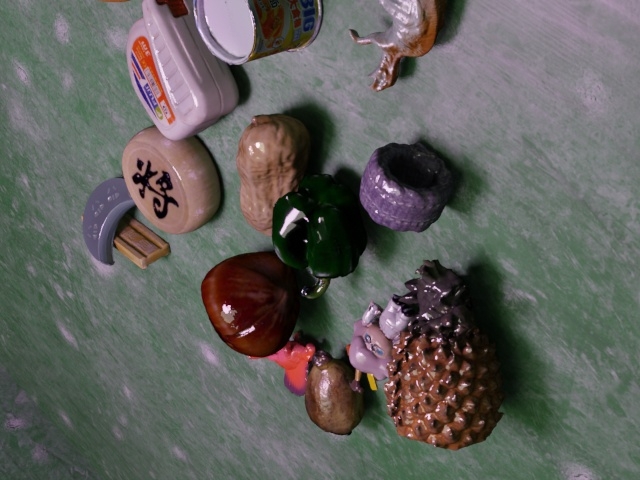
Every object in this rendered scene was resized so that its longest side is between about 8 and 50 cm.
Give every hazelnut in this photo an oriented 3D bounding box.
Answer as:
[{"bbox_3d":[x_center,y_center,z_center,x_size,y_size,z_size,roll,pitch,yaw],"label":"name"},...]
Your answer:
[{"bbox_3d":[-0.137,0.138,1.952,0.229,0.229,0.229,28,134,33],"label":"hazelnut"}]

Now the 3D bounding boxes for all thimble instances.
[{"bbox_3d":[0.146,-0.092,1.536,0.150,0.150,0.097,40,138,21],"label":"thimble"}]

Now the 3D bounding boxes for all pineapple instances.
[{"bbox_3d":[0.216,0.180,1.620,0.223,0.223,0.357,13,117,42],"label":"pineapple"}]

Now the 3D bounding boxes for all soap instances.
[{"bbox_3d":[-0.503,-0.016,2.346,0.252,0.092,0.037,32,140,29],"label":"soap"}]

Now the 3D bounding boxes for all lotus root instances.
[{"bbox_3d":[0.030,0.331,1.981,0.138,0.138,0.214,17,127,40],"label":"lotus root"}]

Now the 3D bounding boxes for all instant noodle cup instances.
[{"bbox_3d":[-0.120,-0.410,1.596,0.205,0.153,0.205,27,132,34],"label":"instant noodle cup"}]

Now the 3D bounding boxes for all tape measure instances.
[{"bbox_3d":[-0.285,-0.350,1.844,0.265,0.130,0.258,-22,96,58],"label":"tape measure"}]

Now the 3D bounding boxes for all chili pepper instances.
[{"bbox_3d":[0.000,0.000,1.746,0.174,0.165,0.261,13,140,17],"label":"chili pepper"}]

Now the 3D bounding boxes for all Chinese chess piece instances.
[{"bbox_3d":[-0.340,-0.139,2.070,0.257,0.104,0.257,28,135,32],"label":"Chinese chess piece"}]

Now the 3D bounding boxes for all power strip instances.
[{"bbox_3d":[-0.509,-0.075,2.267,0.167,0.054,0.253,45,110,25],"label":"power strip"}]

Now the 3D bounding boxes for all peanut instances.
[{"bbox_3d":[-0.091,-0.143,1.769,0.143,0.159,0.291,8,140,3],"label":"peanut"}]

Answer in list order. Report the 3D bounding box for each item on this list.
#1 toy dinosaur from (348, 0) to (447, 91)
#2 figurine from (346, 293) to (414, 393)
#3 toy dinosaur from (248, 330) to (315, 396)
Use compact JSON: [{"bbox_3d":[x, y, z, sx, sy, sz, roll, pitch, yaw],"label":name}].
[{"bbox_3d":[0.130,-0.397,1.378,0.205,0.092,0.393,54,141,4],"label":"toy dinosaur"},{"bbox_3d":[0.120,0.199,1.803,0.137,0.112,0.229,46,131,23],"label":"figurine"},{"bbox_3d":[-0.077,0.296,2.096,0.286,0.070,0.139,-33,77,55],"label":"toy dinosaur"}]
